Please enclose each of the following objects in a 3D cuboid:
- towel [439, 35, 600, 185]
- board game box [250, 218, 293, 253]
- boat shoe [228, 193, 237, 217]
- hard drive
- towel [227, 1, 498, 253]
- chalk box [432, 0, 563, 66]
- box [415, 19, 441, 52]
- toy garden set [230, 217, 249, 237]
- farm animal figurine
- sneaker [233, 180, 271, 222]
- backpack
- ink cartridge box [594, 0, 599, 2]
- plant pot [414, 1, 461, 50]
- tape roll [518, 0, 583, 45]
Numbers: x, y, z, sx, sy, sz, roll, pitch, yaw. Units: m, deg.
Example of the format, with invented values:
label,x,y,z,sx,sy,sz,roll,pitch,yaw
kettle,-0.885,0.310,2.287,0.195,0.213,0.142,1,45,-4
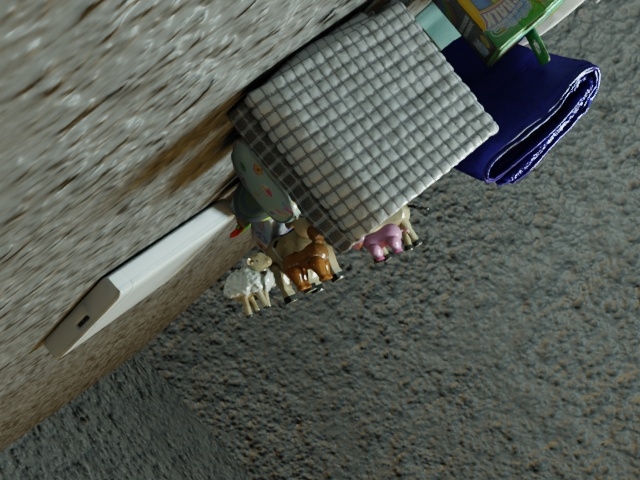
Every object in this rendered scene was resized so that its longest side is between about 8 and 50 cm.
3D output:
label,x,y,z,sx,sy,sz,roll,pitch,yaw
towel,0.240,-0.194,1.538,0.228,0.076,0.308,-42,-146,-8
board game box,-0.019,-0.129,2.185,0.318,0.066,0.318,-48,172,-11
boat shoe,-0.013,-0.145,1.952,0.355,0.130,0.132,-41,179,-16
hard drive,-0.316,0.064,1.879,0.233,0.047,0.353,-42,180,37
towel,0.054,-0.149,1.345,0.284,0.235,0.121,-39,-179,-31
chalk box,0.249,-0.331,1.433,0.132,0.213,0.132,-41,179,2
box,0.102,-0.274,1.783,0.113,0.094,0.275,-41,179,-18
toy garden set,-0.123,-0.100,2.353,0.244,0.049,0.204,-41,-179,33
farm animal figurine,0.000,0.000,2.055,0.330,0.172,0.327,-17,171,-46
sneaker,-0.065,-0.136,1.765,0.300,0.111,0.121,-48,165,32
backpack,-0.039,-0.108,1.485,0.144,0.166,0.188,-40,176,-7
ink cartridge box,0.540,-0.589,2.074,0.140,0.190,0.082,-41,179,4
plant pot,0.268,-0.349,1.973,0.293,0.196,0.293,-42,179,-1
tape roll,0.384,-0.466,1.669,0.392,0.072,0.392,-46,-165,16
